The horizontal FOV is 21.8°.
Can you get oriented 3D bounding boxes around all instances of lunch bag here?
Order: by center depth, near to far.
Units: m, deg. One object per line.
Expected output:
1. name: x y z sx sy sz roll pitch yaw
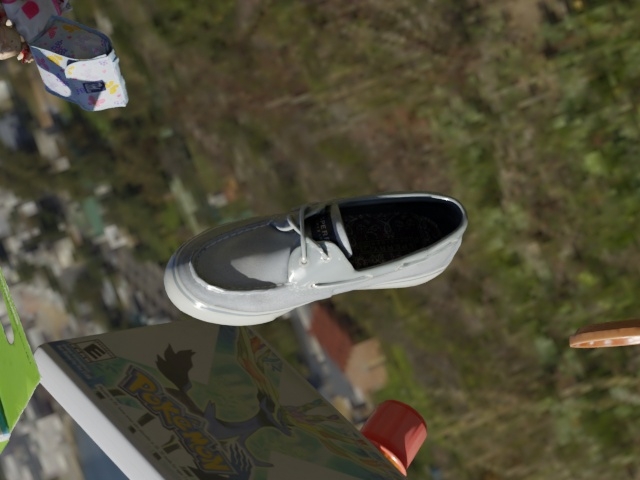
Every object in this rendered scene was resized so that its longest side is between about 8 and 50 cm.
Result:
1. lunch bag: -0.218 -0.159 1.520 0.083 0.053 0.071 21 150 20

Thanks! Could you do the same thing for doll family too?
1. doll family: -0.375 -0.302 1.768 0.118 0.163 0.263 23 154 38

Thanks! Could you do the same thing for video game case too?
1. video game case: -0.072 0.195 1.580 0.329 0.300 0.036 42 115 25

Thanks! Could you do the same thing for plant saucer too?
1. plant saucer: 0.209 0.062 1.116 0.083 0.083 0.013 150 116 -73

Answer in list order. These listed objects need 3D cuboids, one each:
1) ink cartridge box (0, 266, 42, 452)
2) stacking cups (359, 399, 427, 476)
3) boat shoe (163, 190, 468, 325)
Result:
1. ink cartridge box: -0.346 0.101 1.477 0.188 0.097 0.255 67 149 19
2. stacking cups: 0.017 0.301 1.712 0.096 0.316 0.096 28 147 19
3. boat shoe: 0.001 0.001 1.188 0.081 0.227 0.079 122 134 -57
